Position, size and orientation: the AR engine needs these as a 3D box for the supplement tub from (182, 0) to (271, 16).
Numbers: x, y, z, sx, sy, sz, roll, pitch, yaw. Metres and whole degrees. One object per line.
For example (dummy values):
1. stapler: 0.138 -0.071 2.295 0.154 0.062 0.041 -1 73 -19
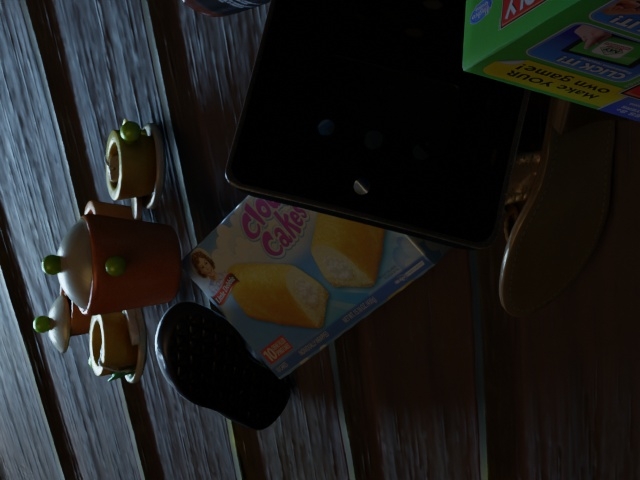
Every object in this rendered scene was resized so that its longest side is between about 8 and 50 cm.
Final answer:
1. supplement tub: -0.026 -0.242 0.981 0.198 0.106 0.106 -8 115 42

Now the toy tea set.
1. toy tea set: -0.238 0.036 1.296 0.336 0.124 0.200 117 145 -48

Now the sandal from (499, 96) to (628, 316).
1. sandal: 0.175 -0.059 0.991 0.079 0.088 0.240 53 142 45

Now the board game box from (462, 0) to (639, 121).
1. board game box: 0.258 -0.094 0.605 0.317 0.046 0.213 12 163 -23

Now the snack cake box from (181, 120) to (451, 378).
1. snack cake box: 0.000 0.000 1.152 0.152 0.089 0.264 47 138 -1

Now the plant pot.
1. plant pot: 0.045 -0.091 0.942 0.187 0.188 0.167 14 170 1

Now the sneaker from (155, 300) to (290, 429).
1. sneaker: -0.118 0.124 1.297 0.097 0.084 0.235 33 167 36
